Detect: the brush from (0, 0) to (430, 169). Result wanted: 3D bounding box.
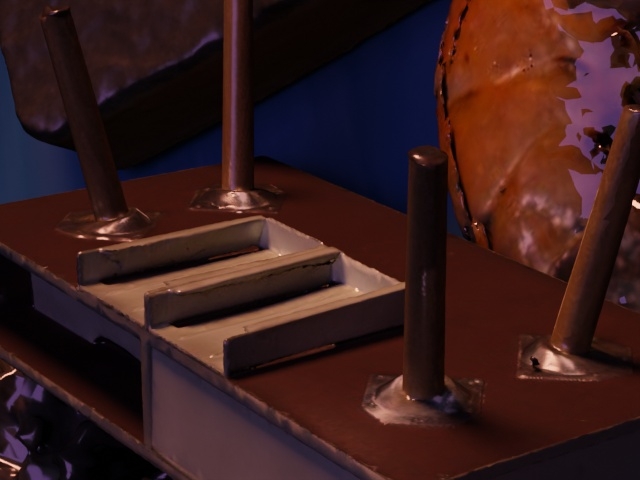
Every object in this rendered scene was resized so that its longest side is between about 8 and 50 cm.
[{"bbox_3d":[-0.035,-0.117,0.696,0.197,0.059,0.123,-28,71,29],"label":"brush"}]

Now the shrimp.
[{"bbox_3d":[0.143,-0.008,0.546,0.222,0.054,0.290,-39,64,35],"label":"shrimp"}]

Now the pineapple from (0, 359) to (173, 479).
[{"bbox_3d":[-0.036,0.138,0.595,0.362,0.202,0.202,38,106,44],"label":"pineapple"}]

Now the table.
[{"bbox_3d":[0.000,0.000,0.563,0.240,0.121,0.111,25,121,50],"label":"table"}]
